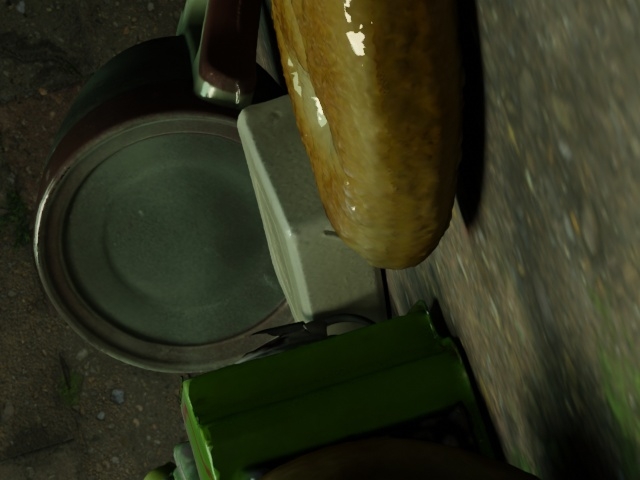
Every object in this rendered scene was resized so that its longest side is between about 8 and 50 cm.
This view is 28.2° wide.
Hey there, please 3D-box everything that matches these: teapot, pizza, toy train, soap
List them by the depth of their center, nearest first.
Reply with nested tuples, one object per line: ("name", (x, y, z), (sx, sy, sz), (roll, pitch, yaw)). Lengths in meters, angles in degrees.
("pizza", (0.007, -0.102, 0.441), (0.134, 0.056, 0.271), (-120, 12, -63))
("toy train", (0.019, 0.186, 0.674), (0.249, 0.173, 0.307), (109, 144, -73))
("soap", (0.000, 0.000, 0.876), (0.183, 0.064, 0.121), (78, 172, -51))
("teapot", (-0.108, -0.100, 1.083), (0.312, 0.233, 0.315), (-104, 30, -60))

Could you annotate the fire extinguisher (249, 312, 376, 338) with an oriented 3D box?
("fire extinguisher", (0.029, 0.107, 0.835), (0.157, 0.078, 0.045), (56, -170, -3))

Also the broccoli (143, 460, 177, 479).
("broccoli", (-0.060, 0.315, 1.027), (0.375, 0.302, 0.249), (68, -143, -48))

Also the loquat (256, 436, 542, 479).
("loquat", (0.029, 0.173, 0.442), (0.179, 0.179, 0.227), (-111, 15, -50))
